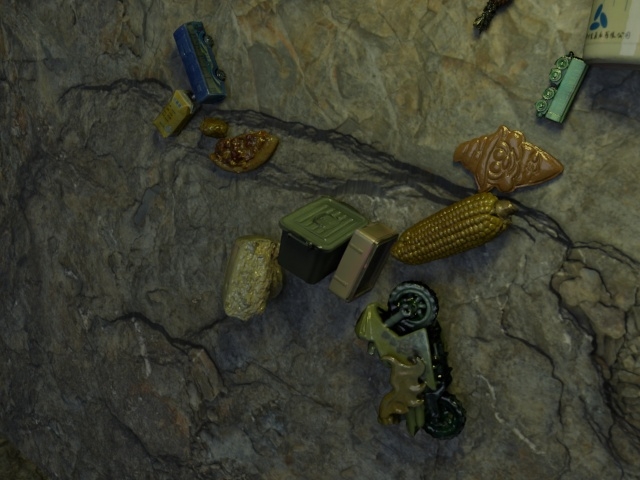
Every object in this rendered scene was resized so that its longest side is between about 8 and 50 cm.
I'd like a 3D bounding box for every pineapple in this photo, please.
[{"bbox_3d":[0.376,-0.520,1.260,0.058,0.058,0.124,48,124,13],"label":"pineapple"}]

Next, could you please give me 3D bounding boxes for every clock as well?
[{"bbox_3d":[0.111,0.055,1.472,0.071,0.147,0.192,33,114,21],"label":"clock"}]

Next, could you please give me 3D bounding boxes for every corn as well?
[{"bbox_3d":[0.311,-0.021,1.363,0.322,0.119,0.119,-29,85,36],"label":"corn"}]

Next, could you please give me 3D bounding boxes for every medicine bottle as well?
[{"bbox_3d":[0.606,-0.474,1.068,0.170,0.170,0.293,13,105,27],"label":"medicine bottle"}]

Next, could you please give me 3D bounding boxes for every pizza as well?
[{"bbox_3d":[-0.230,-0.258,1.658,0.246,0.058,0.127,4,101,27],"label":"pizza"}]

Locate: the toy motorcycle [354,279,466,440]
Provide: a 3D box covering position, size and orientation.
[{"bbox_3d":[0.221,0.309,1.447,0.237,0.168,0.410,-14,93,33],"label":"toy motorcycle"}]

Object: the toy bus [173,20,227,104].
[{"bbox_3d":[-0.346,-0.515,1.652,0.079,0.094,0.236,-20,90,32],"label":"toy bus"}]

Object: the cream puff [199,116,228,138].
[{"bbox_3d":[-0.314,-0.329,1.688,0.083,0.083,0.058,-3,131,-8],"label":"cream puff"}]

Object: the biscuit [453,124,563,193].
[{"bbox_3d":[0.426,-0.181,1.313,0.250,0.035,0.162,12,110,26],"label":"biscuit"}]

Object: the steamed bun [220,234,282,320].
[{"bbox_3d":[-0.183,0.092,1.636,0.170,0.200,0.225,12,108,-14],"label":"steamed bun"}]

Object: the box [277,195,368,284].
[{"bbox_3d":[0.000,0.000,1.483,0.163,0.243,0.135,30,126,21],"label":"box"}]

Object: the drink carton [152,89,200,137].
[{"bbox_3d":[-0.422,-0.402,1.732,0.200,0.074,0.084,-42,78,31],"label":"drink carton"}]

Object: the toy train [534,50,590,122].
[{"bbox_3d":[0.517,-0.328,1.224,0.071,0.038,0.148,27,112,20],"label":"toy train"}]
